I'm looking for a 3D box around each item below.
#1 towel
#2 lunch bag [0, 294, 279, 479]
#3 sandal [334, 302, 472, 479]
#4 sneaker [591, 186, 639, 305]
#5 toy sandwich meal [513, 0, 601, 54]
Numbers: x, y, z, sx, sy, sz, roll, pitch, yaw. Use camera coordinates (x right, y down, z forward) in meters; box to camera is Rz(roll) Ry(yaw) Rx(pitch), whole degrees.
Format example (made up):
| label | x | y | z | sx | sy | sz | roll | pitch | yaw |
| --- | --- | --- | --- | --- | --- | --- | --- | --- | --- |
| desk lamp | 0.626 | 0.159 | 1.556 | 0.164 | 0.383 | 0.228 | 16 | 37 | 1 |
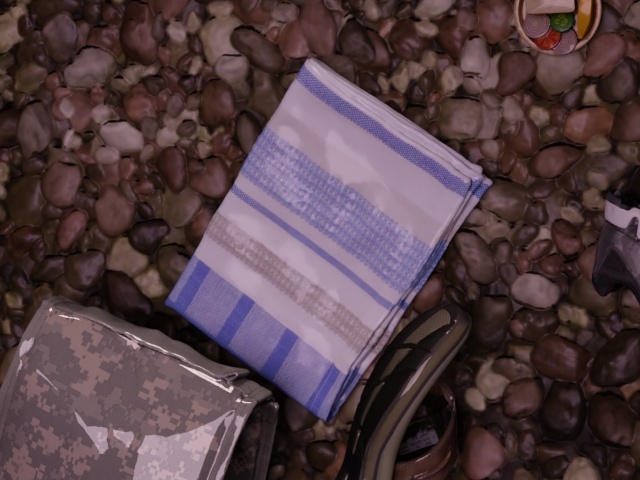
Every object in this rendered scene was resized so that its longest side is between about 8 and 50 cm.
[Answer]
| label | x | y | z | sx | sy | sz | roll | pitch | yaw |
| --- | --- | --- | --- | --- | --- | --- | --- | --- | --- |
| towel | 0.000 | 0.000 | 1.528 | 0.209 | 0.034 | 0.285 | 36 | 106 | 16 |
| lunch bag | -0.179 | 0.211 | 1.542 | 0.235 | 0.169 | 0.287 | 24 | 107 | 18 |
| sandal | 0.071 | 0.193 | 1.488 | 0.086 | 0.120 | 0.302 | 18 | 104 | -9 |
| sneaker | 0.327 | 0.047 | 1.384 | 0.234 | 0.078 | 0.106 | 26 | 106 | 21 |
| toy sandwich meal | 0.201 | -0.201 | 1.436 | 0.086 | 0.029 | 0.085 | 2 | 95 | 21 |
